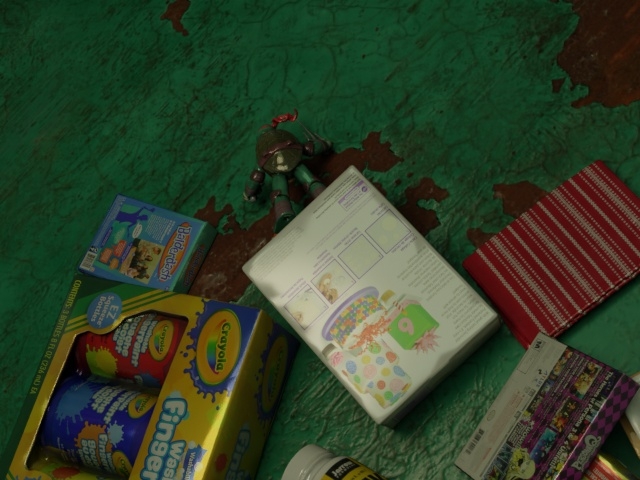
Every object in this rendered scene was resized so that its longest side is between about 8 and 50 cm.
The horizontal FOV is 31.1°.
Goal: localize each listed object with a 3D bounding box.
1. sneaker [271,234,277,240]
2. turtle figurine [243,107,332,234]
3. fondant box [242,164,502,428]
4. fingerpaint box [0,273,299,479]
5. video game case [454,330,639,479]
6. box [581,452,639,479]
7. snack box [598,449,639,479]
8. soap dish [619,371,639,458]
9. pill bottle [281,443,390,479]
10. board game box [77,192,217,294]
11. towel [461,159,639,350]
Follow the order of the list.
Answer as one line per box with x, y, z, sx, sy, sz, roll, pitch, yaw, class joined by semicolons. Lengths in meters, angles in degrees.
0.000;0.000;1.888;0.175;0.064;0.067;17;64;27;sneaker
-0.061;-0.121;1.929;0.175;0.118;0.234;-30;51;6;turtle figurine
0.077;0.085;1.752;0.238;0.096;0.330;-43;69;0;fondant box
-0.285;0.304;1.804;0.371;0.163;0.445;10;70;27;fingerpaint box
0.302;0.254;1.568;0.232;0.041;0.210;-57;23;-3;video game case
0.334;0.394;1.514;0.087;0.058;0.232;43;104;32;box
0.365;0.336;1.577;0.141;0.037;0.100;36;83;32;snack box
0.555;0.234;1.496;0.290;0.118;0.229;-28;58;9;soap dish
0.050;0.382;1.645;0.208;0.119;0.119;25;78;31;pill bottle
-0.305;0.018;2.020;0.210;0.047;0.160;18;74;30;board game box
0.370;0.022;1.732;0.274;0.031;0.199;-37;56;2;towel
